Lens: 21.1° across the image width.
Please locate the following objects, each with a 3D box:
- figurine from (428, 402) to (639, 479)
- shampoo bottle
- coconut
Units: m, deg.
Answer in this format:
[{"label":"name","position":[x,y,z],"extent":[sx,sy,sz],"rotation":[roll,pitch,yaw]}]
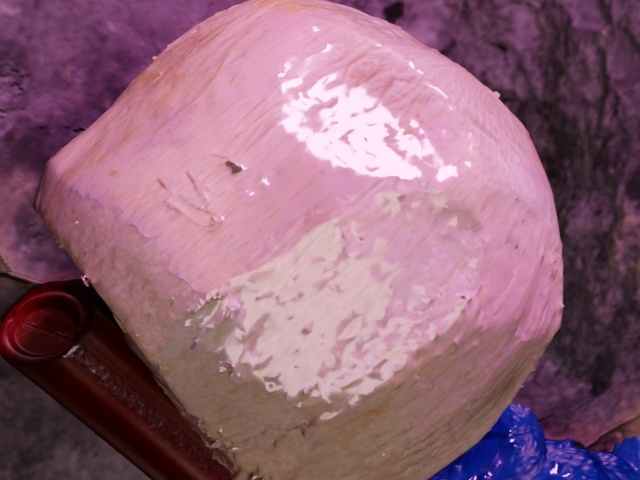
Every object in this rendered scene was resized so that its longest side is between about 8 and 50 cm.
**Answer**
[{"label":"figurine","position":[0.129,0.201,1.228],"extent":[0.262,0.121,0.164],"rotation":[-6,109,-25]},{"label":"shampoo bottle","position":[-0.097,0.131,1.140],"extent":[0.260,0.102,0.064],"rotation":[46,69,-31]},{"label":"coconut","position":[0.000,0.000,0.993],"extent":[0.255,0.297,0.297],"rotation":[-35,122,-8]}]
